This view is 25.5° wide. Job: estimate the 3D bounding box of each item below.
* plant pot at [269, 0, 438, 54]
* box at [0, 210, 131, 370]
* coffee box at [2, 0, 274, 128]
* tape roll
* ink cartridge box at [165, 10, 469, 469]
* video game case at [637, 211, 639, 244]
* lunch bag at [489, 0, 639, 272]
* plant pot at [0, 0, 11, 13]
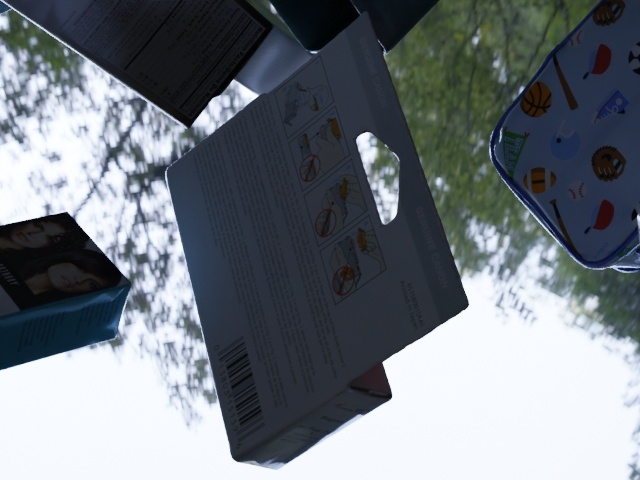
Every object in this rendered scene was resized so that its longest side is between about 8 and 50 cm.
[{"bbox_3d":[0.058,-0.296,1.210,0.234,0.165,0.165,-42,-68,-15],"label":"plant pot"},{"bbox_3d":[-0.272,0.049,1.063,0.244,0.060,0.100,-15,-132,-42],"label":"box"},{"bbox_3d":[-0.155,-0.182,0.905,0.141,0.246,0.098,41,-86,28],"label":"coffee box"},{"bbox_3d":[-0.170,-0.287,1.465,0.392,0.392,0.072,42,-82,15],"label":"tape roll"},{"bbox_3d":[0.000,0.000,1.086,0.239,0.060,0.275,-35,-125,29],"label":"ink cartridge box"},{"bbox_3d":[0.307,0.107,1.166,0.026,0.206,0.227,-10,-74,1],"label":"video game case"},{"bbox_3d":[0.339,-0.117,1.524,0.303,0.115,0.243,-53,-122,24],"label":"lunch bag"},{"bbox_3d":[-0.525,-0.406,1.558,0.334,0.341,0.341,-1,-116,22],"label":"plant pot"}]
